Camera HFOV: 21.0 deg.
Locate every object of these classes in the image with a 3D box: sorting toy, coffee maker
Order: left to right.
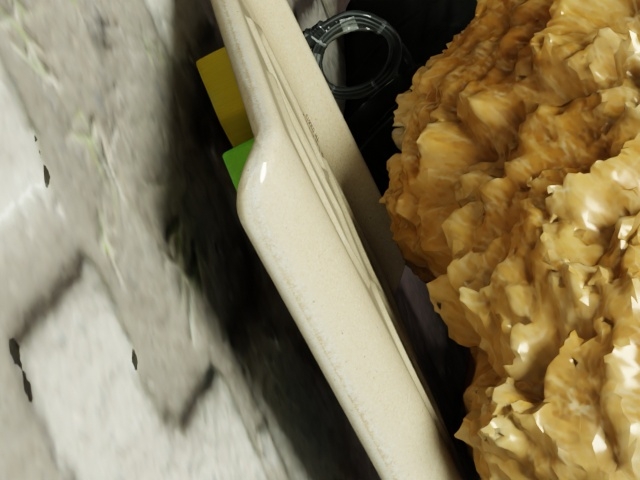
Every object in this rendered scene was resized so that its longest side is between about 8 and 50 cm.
[{"bbox_3d":[0.000,0.000,0.657,0.208,0.038,0.193,-101,166,-58],"label":"sorting toy"},{"bbox_3d":[0.065,-0.091,0.893,0.178,0.120,0.171,-89,155,-56],"label":"coffee maker"}]

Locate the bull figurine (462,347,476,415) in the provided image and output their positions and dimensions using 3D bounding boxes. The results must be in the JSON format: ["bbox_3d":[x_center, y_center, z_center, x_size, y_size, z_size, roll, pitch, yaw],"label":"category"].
[{"bbox_3d":[0.145,0.180,0.889,0.188,0.101,0.310,58,21,-55],"label":"bull figurine"}]

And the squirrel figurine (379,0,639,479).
[{"bbox_3d":[0.216,-0.046,0.649,0.281,0.397,0.370,69,18,-74],"label":"squirrel figurine"}]
